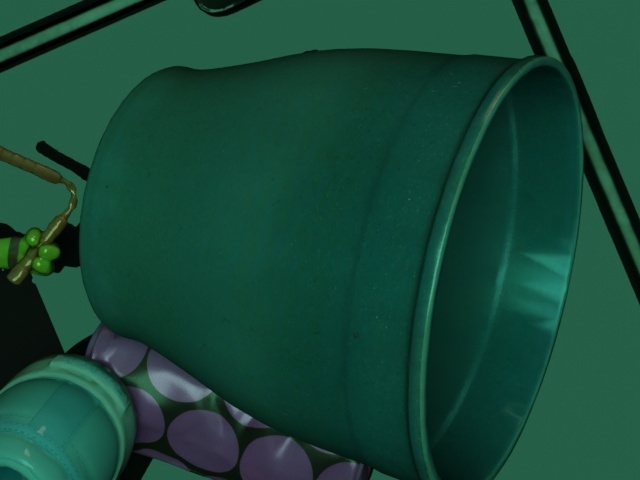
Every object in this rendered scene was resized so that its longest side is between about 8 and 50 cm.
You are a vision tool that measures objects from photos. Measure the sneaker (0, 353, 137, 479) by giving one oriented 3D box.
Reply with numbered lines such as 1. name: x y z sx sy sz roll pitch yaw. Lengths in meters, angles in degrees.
1. sneaker: -0.251 0.240 1.098 0.135 0.150 0.366 29 111 6

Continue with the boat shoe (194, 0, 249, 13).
1. boat shoe: -0.036 -0.198 1.140 0.133 0.042 0.049 -36 110 17

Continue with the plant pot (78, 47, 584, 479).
1. plant pot: 0.000 0.000 1.048 0.255 0.271 0.271 12 93 22

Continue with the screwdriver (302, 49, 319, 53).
1. screwdriver: 0.022 -0.052 1.164 0.025 0.024 0.170 -22 94 -25

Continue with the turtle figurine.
1. turtle figurine: -0.304 0.030 1.153 0.269 0.087 0.217 3 100 -5

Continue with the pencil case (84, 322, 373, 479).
1. pencil case: -0.064 0.124 1.145 0.209 0.095 0.098 20 119 4
